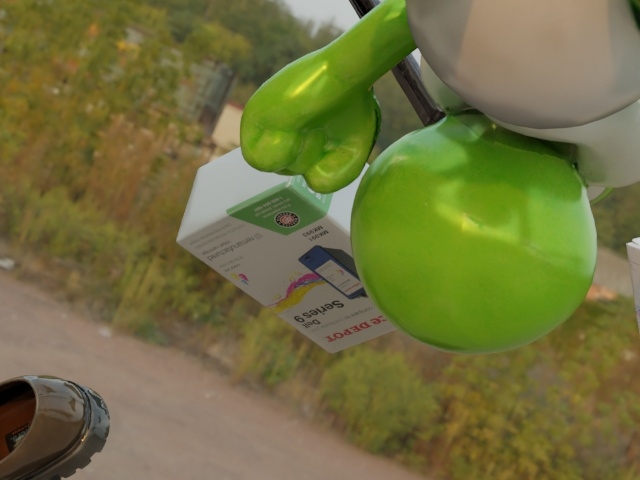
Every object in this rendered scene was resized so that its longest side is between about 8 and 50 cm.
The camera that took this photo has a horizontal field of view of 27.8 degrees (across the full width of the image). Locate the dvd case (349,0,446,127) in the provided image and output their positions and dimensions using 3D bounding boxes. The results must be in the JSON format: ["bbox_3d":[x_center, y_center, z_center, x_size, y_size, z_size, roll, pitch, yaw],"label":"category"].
[{"bbox_3d":[0.103,-0.162,0.959,0.180,0.022,0.253,4,44,-34],"label":"dvd case"}]

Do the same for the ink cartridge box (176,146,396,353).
[{"bbox_3d":[0.000,0.000,1.195,0.154,0.093,0.212,-23,-48,39],"label":"ink cartridge box"}]

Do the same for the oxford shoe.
[{"bbox_3d":[-0.258,0.153,0.851,0.083,0.227,0.096,57,6,30],"label":"oxford shoe"}]

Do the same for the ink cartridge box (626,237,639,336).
[{"bbox_3d":[0.311,0.054,1.072,0.089,0.122,0.052,-11,6,0],"label":"ink cartridge box"}]

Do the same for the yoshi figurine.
[{"bbox_3d":[0.073,-0.048,0.488,0.362,0.203,0.203,57,8,-72],"label":"yoshi figurine"}]
